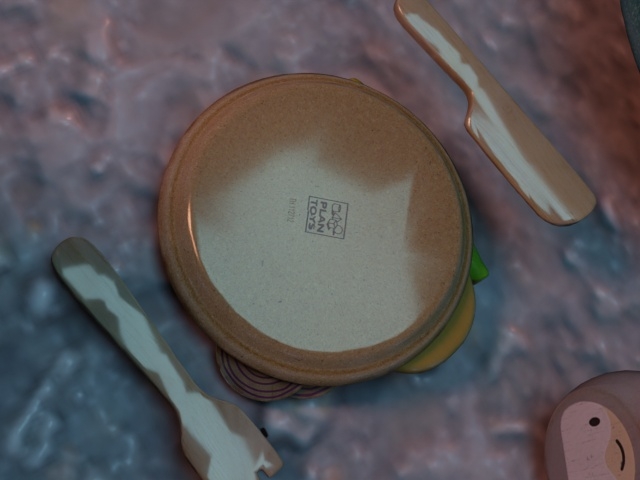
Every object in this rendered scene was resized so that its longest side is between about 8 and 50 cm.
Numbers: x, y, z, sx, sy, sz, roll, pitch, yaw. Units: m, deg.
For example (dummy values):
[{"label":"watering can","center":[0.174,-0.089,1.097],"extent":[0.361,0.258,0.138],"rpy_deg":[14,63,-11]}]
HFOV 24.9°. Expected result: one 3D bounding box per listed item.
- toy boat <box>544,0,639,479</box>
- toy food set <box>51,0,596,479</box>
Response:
[{"label":"toy boat","center":[0.195,-0.017,0.610],"extent":[0.267,0.148,0.318],"rpy_deg":[42,53,-15]},{"label":"toy food set","center":[0.000,0.000,0.556],"extent":[0.192,0.038,0.132],"rpy_deg":[-37,87,-21]}]
